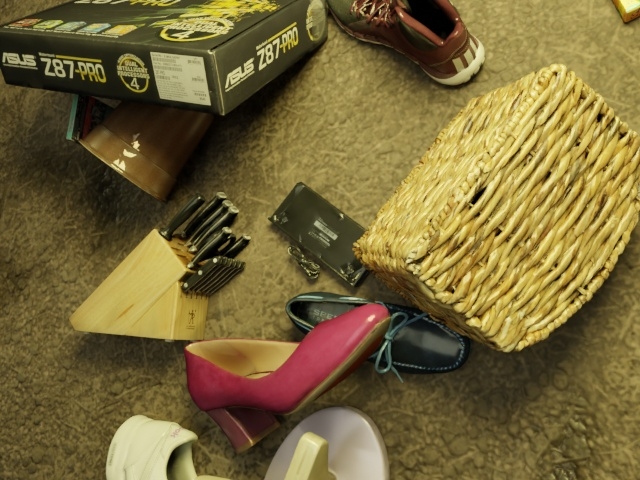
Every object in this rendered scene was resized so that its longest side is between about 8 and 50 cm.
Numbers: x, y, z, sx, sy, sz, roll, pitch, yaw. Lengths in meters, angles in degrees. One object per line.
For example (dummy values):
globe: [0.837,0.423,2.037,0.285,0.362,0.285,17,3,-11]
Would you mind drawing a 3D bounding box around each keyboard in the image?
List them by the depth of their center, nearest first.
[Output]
keyboard: [0.000,0.000,0.895,0.180,0.023,0.108,38,89,24]

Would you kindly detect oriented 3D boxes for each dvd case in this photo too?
dvd case: [-0.385,-0.197,1.030,0.013,0.119,0.087,3,83,22]

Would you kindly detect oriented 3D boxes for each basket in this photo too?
basket: [0.224,-0.028,0.744,0.213,0.223,0.299,39,84,-11]

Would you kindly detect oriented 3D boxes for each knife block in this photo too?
knife block: [-0.253,0.037,0.954,0.276,0.088,0.242,1,80,22]

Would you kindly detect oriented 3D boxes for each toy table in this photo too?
toy table: [-0.026,0.356,0.769,0.252,0.161,0.274,8,85,23]

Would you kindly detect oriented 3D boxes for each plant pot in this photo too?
plant pot: [-0.269,-0.174,0.967,0.167,0.167,0.165,36,86,23]

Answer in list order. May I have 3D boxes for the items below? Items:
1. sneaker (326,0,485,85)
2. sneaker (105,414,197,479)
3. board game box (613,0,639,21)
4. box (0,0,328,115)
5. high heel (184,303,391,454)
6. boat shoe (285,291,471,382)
sneaker: [0.103,-0.336,0.834,0.281,0.162,0.106,36,95,23]
sneaker: [-0.246,0.418,0.869,0.152,0.114,0.305,-2,80,23]
board game box: [0.413,-0.431,0.799,0.124,0.039,0.259,-24,70,16]
box: [-0.230,-0.309,0.901,0.395,0.318,0.097,13,127,24]
high heel: [-0.070,0.141,0.782,0.377,0.127,0.181,-45,75,35]
boat shoe: [0.068,0.131,0.807,0.258,0.089,0.109,5,83,22]
